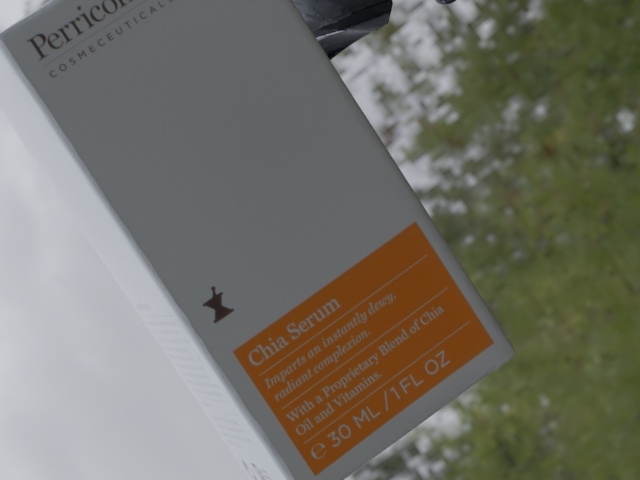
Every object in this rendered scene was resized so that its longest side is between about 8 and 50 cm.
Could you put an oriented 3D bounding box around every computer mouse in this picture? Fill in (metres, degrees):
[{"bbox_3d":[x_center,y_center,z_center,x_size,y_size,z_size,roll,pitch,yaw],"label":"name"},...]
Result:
[{"bbox_3d":[0.026,-0.275,1.971,0.060,0.262,0.184,37,-140,-40],"label":"computer mouse"}]

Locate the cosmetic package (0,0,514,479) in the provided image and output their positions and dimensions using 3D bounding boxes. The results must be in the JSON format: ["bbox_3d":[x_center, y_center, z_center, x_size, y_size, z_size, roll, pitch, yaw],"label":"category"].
[{"bbox_3d":[-0.065,-0.029,1.636,0.453,0.230,0.161,56,165,-8],"label":"cosmetic package"}]
